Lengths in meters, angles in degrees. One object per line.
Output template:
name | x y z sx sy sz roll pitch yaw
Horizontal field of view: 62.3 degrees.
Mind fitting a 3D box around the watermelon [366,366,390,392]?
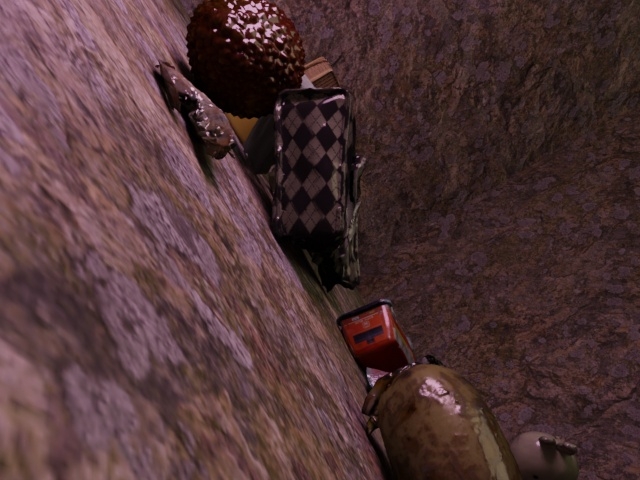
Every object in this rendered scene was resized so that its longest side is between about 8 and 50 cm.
watermelon | 0.119 0.265 0.967 0.092 0.072 0.084 56 -16 9

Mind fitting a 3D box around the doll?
doll | 0.448 0.484 1.120 0.113 0.155 0.275 -47 154 -55

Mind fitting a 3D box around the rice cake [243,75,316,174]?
rice cake | -0.091 -0.260 1.167 0.043 0.237 0.127 11 39 -38

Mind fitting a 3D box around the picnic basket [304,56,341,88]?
picnic basket | -0.002 -0.392 1.418 0.164 0.115 0.079 57 6 -50

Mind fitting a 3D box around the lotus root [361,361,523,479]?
lotus root | 0.156 0.286 0.626 0.173 0.173 0.309 58 11 -43

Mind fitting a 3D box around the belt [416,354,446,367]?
belt | 0.279 0.434 1.285 0.184 0.164 0.289 18 36 -46

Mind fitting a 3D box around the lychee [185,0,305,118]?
lychee | -0.150 -0.358 1.028 0.236 0.236 0.271 60 13 13

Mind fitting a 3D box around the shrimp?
shrimp | -0.157 -0.165 0.668 0.126 0.047 0.223 49 3 -37

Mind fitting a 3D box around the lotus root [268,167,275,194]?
lotus root | -0.068 -0.122 1.357 0.143 0.070 0.144 0 72 -50

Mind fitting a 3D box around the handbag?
handbag | 0.015 -0.076 1.117 0.416 0.180 0.317 65 23 -72

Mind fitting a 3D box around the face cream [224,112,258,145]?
face cream | -0.132 -0.318 1.389 0.218 0.179 0.218 60 2 -4

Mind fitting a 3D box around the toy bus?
toy bus | 0.137 0.241 1.143 0.265 0.121 0.120 58 11 -47
